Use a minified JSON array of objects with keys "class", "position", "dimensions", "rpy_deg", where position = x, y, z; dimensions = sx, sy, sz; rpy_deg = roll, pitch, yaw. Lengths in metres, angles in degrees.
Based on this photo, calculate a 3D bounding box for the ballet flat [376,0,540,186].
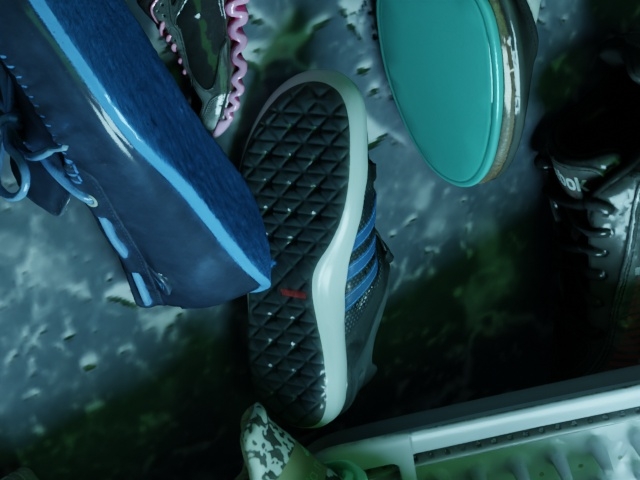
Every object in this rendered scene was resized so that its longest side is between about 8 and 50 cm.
[{"class":"ballet flat","position":[0.069,-0.161,0.951],"dimensions":[0.096,0.095,0.280],"rpy_deg":[-42,130,-29]}]

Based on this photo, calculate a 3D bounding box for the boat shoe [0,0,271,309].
[{"class":"boat shoe","position":[-0.109,-0.040,0.862],"dimensions":[0.089,0.109,0.258],"rpy_deg":[-20,130,13]}]

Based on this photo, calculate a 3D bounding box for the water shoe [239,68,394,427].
[{"class":"water shoe","position":[0.000,0.000,0.999],"dimensions":[0.080,0.073,0.203],"rpy_deg":[-27,128,-56]}]

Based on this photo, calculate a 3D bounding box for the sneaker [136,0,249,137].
[{"class":"sneaker","position":[-0.064,-0.109,0.913],"dimensions":[0.057,0.047,0.119],"rpy_deg":[0,111,-12]}]

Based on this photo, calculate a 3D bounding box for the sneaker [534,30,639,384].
[{"class":"sneaker","position":[0.179,-0.007,1.096],"dimensions":[0.135,0.097,0.276],"rpy_deg":[8,110,-29]}]

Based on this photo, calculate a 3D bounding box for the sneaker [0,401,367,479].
[{"class":"sneaker","position":[0.003,0.177,0.968],"dimensions":[0.410,0.158,0.182],"rpy_deg":[-5,100,-13]}]

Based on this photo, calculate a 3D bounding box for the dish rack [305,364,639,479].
[{"class":"dish rack","position":[0.142,0.197,1.109],"dimensions":[0.332,0.072,0.286],"rpy_deg":[-12,120,-1]}]
